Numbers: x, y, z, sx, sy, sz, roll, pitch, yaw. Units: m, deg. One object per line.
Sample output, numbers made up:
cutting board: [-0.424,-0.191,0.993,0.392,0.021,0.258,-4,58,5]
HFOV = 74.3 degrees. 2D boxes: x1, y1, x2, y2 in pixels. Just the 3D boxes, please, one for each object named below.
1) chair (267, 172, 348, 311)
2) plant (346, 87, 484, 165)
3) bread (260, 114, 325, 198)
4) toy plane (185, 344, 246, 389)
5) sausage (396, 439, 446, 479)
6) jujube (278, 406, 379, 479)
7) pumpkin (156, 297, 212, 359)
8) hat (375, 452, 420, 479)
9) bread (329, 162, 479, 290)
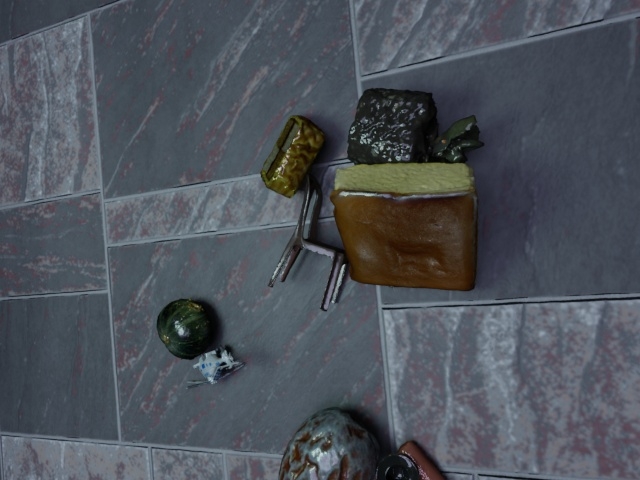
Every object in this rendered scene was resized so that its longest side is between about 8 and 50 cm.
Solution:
chair: [0.000,0.000,1.159,0.183,0.175,0.327,20,95,11]
plant: [0.239,-0.248,1.052,0.312,0.215,0.213,22,97,15]
bread: [-0.079,-0.239,1.190,0.096,0.181,0.222,25,100,-26]
toy plane: [-0.322,0.367,1.255,0.181,0.273,0.107,-17,73,-17]
sausage: [0.271,0.608,1.118,0.154,0.062,0.062,47,104,14]
jujube: [0.020,0.603,1.126,0.246,0.215,0.308,18,91,22]
pumpkin: [-0.422,0.275,1.319,0.190,0.146,0.191,14,124,22]
hat: [0.198,0.609,1.096,0.121,0.050,0.121,0,86,-1]
bread: [0.208,-0.022,1.015,0.323,0.333,0.143,1,47,21]
